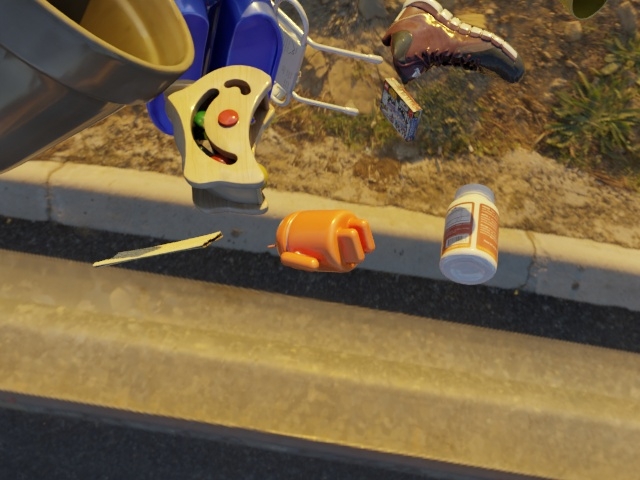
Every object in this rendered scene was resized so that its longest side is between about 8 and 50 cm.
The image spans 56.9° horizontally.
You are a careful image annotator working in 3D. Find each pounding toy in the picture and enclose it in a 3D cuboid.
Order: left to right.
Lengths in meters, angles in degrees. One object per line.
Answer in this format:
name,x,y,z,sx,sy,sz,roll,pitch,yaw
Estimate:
pounding toy,-0.132,-0.145,0.869,0.154,0.269,0.155,-16,152,-9

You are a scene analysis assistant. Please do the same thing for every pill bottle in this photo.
pill bottle,0.337,-0.019,1.321,0.121,0.216,0.121,11,143,8

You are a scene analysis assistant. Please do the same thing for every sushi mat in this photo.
sushi mat,-0.433,0.026,1.582,0.317,0.151,0.019,-11,100,10

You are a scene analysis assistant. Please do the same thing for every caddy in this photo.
caddy,-0.204,-0.341,1.025,0.241,0.179,0.341,-10,152,-24

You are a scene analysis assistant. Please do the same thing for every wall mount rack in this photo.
wall mount rack,-0.022,-0.448,1.460,0.304,0.130,0.350,46,155,9

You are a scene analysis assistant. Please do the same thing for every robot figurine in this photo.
robot figurine,-0.001,0.000,1.198,0.219,0.158,0.128,1,157,38

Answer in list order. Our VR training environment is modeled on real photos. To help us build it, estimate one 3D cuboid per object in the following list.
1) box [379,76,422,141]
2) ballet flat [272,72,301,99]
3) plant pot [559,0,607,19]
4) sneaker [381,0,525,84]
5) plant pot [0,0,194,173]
box,0.193,-0.319,1.435,0.027,0.137,0.094,-18,144,-19
ballet flat,-0.163,-0.424,1.697,0.241,0.077,0.091,-18,155,-2
plant pot,0.631,-0.621,1.438,0.134,0.095,0.134,-19,136,-20
sneaker,0.241,-0.346,1.152,0.281,0.106,0.162,38,83,19
plant pot,-0.355,-0.226,0.665,0.280,0.323,0.323,-38,106,20
